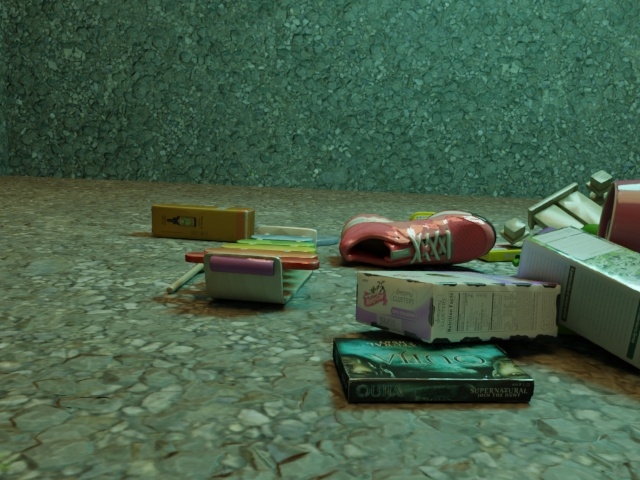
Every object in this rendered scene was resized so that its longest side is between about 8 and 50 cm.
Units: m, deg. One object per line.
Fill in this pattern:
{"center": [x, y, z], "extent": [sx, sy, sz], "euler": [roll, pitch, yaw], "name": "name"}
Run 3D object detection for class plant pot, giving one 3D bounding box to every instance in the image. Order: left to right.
{"center": [0.473, -0.003, 0.843], "extent": [0.180, 0.201, 0.201], "euler": [12, 12, 17], "name": "plant pot"}

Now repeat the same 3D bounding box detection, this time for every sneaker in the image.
{"center": [0.184, 0.015, 1.243], "extent": [0.314, 0.116, 0.136], "euler": [-2, 18, 17], "name": "sneaker"}

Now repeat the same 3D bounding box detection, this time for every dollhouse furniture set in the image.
{"center": [0.628, 0.027, 1.368], "extent": [0.355, 0.174, 0.303], "euler": [-27, 44, -11], "name": "dollhouse furniture set"}

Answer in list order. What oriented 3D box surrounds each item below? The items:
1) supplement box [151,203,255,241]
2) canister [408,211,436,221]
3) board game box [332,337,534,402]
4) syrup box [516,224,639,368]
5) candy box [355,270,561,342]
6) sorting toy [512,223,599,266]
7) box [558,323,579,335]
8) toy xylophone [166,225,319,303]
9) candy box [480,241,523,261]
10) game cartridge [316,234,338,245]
{"center": [-0.276, -0.043, 1.491], "extent": [0.233, 0.078, 0.080], "euler": [4, 10, 6], "name": "supplement box"}
{"center": [0.270, -0.020, 1.498], "extent": [0.126, 0.073, 0.170], "euler": [3, 11, 9], "name": "canister"}
{"center": [0.112, 0.135, 0.671], "extent": [0.186, 0.026, 0.126], "euler": [1, 9, -6], "name": "board game box"}
{"center": [0.358, 0.070, 0.762], "extent": [0.093, 0.096, 0.237], "euler": [-13, 28, -28], "name": "syrup box"}
{"center": [0.168, 0.079, 0.798], "extent": [0.196, 0.070, 0.165], "euler": [2, 2, -27], "name": "candy box"}
{"center": [0.458, 0.057, 1.072], "extent": [0.126, 0.127, 0.365], "euler": [-26, 20, -16], "name": "sorting toy"}
{"center": [0.387, 0.102, 0.883], "extent": [0.178, 0.042, 0.109], "euler": [5, 11, 10], "name": "box"}
{"center": [-0.117, 0.036, 1.044], "extent": [0.236, 0.081, 0.323], "euler": [2, 9, 1], "name": "toy xylophone"}
{"center": [0.430, 0.023, 1.416], "extent": [0.206, 0.027, 0.105], "euler": [-1, 8, -22], "name": "candy box"}
{"center": [0.000, 0.000, 1.485], "extent": [0.083, 0.017, 0.056], "euler": [-7, 10, -44], "name": "game cartridge"}
